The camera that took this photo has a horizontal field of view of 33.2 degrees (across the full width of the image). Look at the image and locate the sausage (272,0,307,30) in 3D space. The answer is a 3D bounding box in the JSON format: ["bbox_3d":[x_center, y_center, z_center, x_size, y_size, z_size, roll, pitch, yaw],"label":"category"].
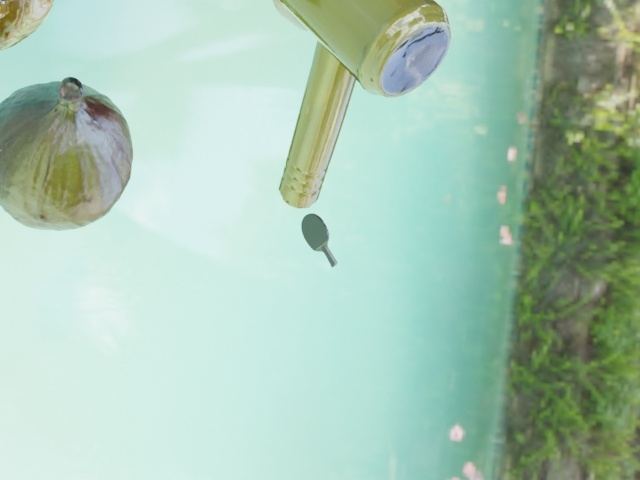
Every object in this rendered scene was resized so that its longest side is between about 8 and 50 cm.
[{"bbox_3d":[-0.021,-0.365,1.590,0.238,0.098,0.098,-2,98,-80],"label":"sausage"}]

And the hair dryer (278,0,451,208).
[{"bbox_3d":[0.016,-0.124,0.932,0.090,0.135,0.279,-24,150,-32],"label":"hair dryer"}]

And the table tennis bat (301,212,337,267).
[{"bbox_3d":[0.000,0.000,1.512,0.007,0.083,0.050,-21,165,-43],"label":"table tennis bat"}]

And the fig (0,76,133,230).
[{"bbox_3d":[-0.336,-0.141,1.438,0.321,0.216,0.217,142,-37,-61],"label":"fig"}]

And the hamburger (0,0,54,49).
[{"bbox_3d":[-0.356,-0.257,0.913,0.163,0.244,0.244,-39,138,-41],"label":"hamburger"}]
